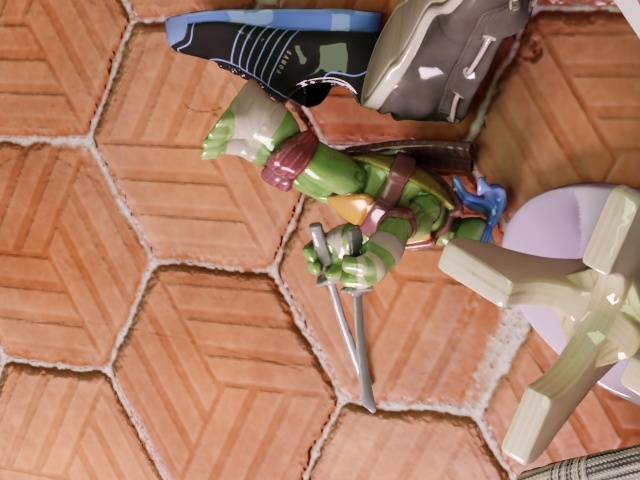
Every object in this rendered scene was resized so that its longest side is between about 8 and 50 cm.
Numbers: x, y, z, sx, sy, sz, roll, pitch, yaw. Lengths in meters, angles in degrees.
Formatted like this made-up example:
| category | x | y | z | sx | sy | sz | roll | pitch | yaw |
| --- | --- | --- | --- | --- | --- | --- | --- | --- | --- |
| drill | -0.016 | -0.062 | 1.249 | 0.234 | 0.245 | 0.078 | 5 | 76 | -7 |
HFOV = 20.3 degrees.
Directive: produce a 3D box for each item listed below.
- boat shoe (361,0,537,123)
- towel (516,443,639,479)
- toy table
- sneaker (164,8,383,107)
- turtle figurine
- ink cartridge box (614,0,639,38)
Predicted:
| category | x | y | z | sx | sy | sz | roll | pitch | yaw |
| --- | --- | --- | --- | --- | --- | --- | --- | --- | --- |
| boat shoe | 0.129 | -0.193 | 1.465 | 0.335 | 0.095 | 0.112 | 129 | 154 | -62 |
| towel | 0.311 | 0.319 | 1.443 | 0.312 | 0.056 | 0.324 | -19 | 86 | 42 |
| toy table | 0.242 | 0.060 | 1.478 | 0.274 | 0.161 | 0.252 | 20 | 111 | 30 |
| sneaker | -0.047 | -0.170 | 1.666 | 0.232 | 0.081 | 0.090 | 4 | 96 | 32 |
| turtle figurine | 0.000 | 0.000 | 1.579 | 0.266 | 0.198 | 0.274 | 36 | 115 | -1 |
| ink cartridge box | 0.319 | -0.342 | 1.253 | 0.279 | 0.160 | 0.385 | 58 | 144 | 5 |
